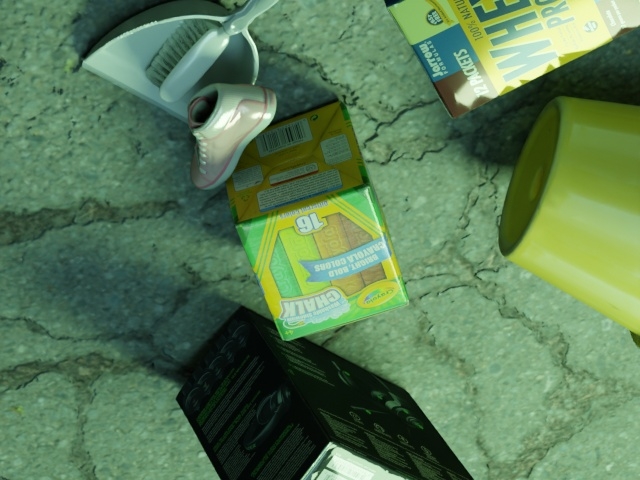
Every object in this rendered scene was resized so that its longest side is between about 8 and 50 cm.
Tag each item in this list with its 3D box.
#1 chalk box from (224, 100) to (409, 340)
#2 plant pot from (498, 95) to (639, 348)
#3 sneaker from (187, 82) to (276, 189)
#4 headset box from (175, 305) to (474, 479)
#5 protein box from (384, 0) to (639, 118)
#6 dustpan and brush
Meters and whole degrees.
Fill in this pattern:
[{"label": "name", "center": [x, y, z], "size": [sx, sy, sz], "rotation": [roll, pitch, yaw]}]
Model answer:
[{"label": "chalk box", "center": [0.000, 0.000, 1.855], "size": [0.132, 0.132, 0.213], "rotation": [-19, 132, 4]}, {"label": "plant pot", "center": [0.308, -0.023, 1.850], "size": [0.239, 0.254, 0.254], "rotation": [18, 126, -7]}, {"label": "sneaker", "center": [-0.101, -0.098, 1.756], "size": [0.070, 0.051, 0.134], "rotation": [7, 143, -33]}, {"label": "headset box", "center": [0.013, 0.217, 1.961], "size": [0.246, 0.283, 0.131], "rotation": [29, 104, -34]}, {"label": "protein box", "center": [0.149, -0.248, 1.624], "size": [0.200, 0.201, 0.136], "rotation": [-26, 132, 10]}, {"label": "dustpan and brush", "center": [-0.095, -0.181, 1.720], "size": [0.147, 0.060, 0.211], "rotation": [28, 120, -32]}]
